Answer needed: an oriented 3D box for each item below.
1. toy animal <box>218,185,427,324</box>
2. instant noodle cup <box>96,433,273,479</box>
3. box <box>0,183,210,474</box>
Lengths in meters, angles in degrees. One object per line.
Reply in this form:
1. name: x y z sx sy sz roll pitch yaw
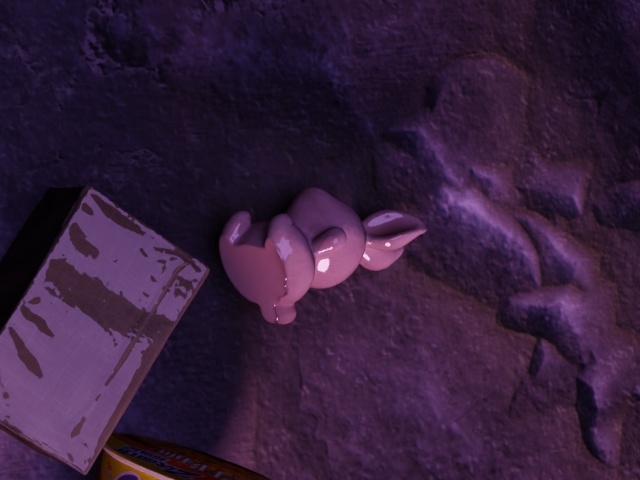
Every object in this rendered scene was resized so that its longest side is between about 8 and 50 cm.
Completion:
1. toy animal: -0.001 -0.002 1.954 0.212 0.124 0.124 -22 100 -43
2. instant noodle cup: -0.141 0.301 1.847 0.213 0.213 0.174 18 92 -23
3. box: -0.240 0.083 1.819 0.155 0.149 0.231 34 78 -20
